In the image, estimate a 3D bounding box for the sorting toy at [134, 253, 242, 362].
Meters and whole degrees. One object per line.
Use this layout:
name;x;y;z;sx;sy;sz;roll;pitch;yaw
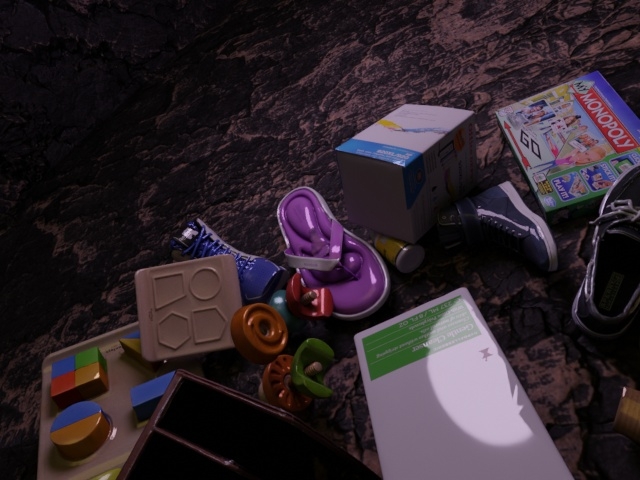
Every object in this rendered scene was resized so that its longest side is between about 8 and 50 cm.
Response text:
sorting toy;-0.266;0.138;0.969;0.208;0.038;0.193;-9;78;-3

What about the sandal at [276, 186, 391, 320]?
sandal;-0.011;0.011;0.997;0.169;0.102;0.416;-46;44;5

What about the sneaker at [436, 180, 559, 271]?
sneaker;0.300;-0.007;0.832;0.163;0.086;0.226;-17;36;4

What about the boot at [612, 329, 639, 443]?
boot;0.511;0.153;0.575;0.211;0.104;0.295;16;68;34

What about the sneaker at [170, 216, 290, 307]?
sneaker;-0.239;0.050;1.062;0.315;0.182;0.127;14;64;40

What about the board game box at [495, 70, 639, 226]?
board game box;0.490;-0.187;0.909;0.213;0.046;0.317;-20;45;18

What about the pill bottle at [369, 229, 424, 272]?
pill bottle;0.148;0.009;0.940;0.065;0.065;0.116;-39;43;-3

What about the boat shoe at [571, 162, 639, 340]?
boat shoe;0.458;-0.005;0.701;0.113;0.105;0.306;27;75;30

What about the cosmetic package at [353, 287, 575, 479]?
cosmetic package;0.180;0.254;0.592;0.197;0.155;0.365;-27;29;9

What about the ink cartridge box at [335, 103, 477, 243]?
ink cartridge box;0.177;-0.142;0.930;0.168;0.171;0.232;22;49;40

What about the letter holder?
letter holder;-0.068;0.324;0.630;0.214;0.302;0.152;5;57;34

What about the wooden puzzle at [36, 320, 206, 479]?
wooden puzzle;-0.400;0.299;0.945;0.322;0.081;0.348;-20;42;-16

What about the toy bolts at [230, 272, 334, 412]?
toy bolts;-0.089;0.175;0.851;0.158;0.218;0.229;-37;30;35

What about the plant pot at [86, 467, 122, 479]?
plant pot;-0.342;0.500;0.722;0.228;0.207;0.227;-26;43;9
